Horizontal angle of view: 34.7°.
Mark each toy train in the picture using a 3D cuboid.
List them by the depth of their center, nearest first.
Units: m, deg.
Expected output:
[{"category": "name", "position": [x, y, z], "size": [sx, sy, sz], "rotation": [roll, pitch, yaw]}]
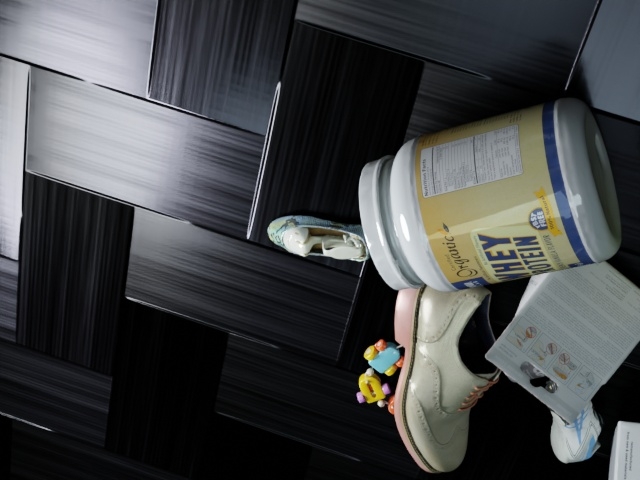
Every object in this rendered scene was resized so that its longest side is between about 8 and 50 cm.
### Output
[{"category": "toy train", "position": [0.127, 0.231, 1.750], "size": [0.125, 0.046, 0.166], "rotation": [3, 118, -3]}]

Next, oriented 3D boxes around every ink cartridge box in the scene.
[{"category": "ink cartridge box", "position": [0.374, 0.132, 1.540], "size": [0.181, 0.056, 0.224], "rotation": [38, 92, -9]}, {"category": "ink cartridge box", "position": [0.594, 0.364, 1.594], "size": [0.273, 0.114, 0.197], "rotation": [5, 163, 14]}]

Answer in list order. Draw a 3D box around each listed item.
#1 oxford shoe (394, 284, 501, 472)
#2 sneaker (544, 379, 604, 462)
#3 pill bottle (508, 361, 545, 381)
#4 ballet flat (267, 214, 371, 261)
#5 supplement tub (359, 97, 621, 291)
[{"category": "oxford shoe", "position": [0.210, 0.228, 1.638], "size": [0.147, 0.140, 0.397], "rotation": [17, 129, 36]}, {"category": "sneaker", "position": [0.413, 0.277, 1.649], "size": [0.086, 0.085, 0.237], "rotation": [-23, 140, -5]}, {"category": "pill bottle", "position": [0.360, 0.173, 1.620], "size": [0.137, 0.078, 0.078], "rotation": [-18, 115, 26]}, {"category": "ballet flat", "position": [0.000, 0.000, 1.626], "size": [0.188, 0.070, 0.070], "rotation": [2, 122, 15]}, {"category": "supplement tub", "position": [0.234, -0.054, 1.422], "size": [0.316, 0.228, 0.228], "rotation": [-13, 117, 24]}]
